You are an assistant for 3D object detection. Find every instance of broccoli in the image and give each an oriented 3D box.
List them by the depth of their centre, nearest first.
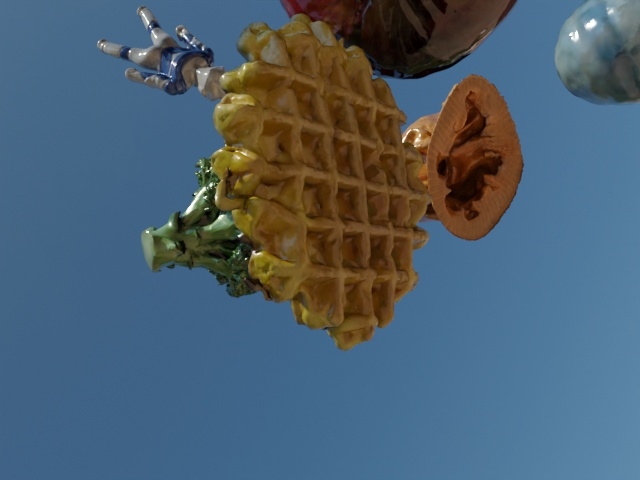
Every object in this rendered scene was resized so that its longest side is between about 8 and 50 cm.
[{"bbox_3d":[-0.182,-0.019,1.348,0.270,0.270,0.269,-14,-66,-22],"label":"broccoli"}]

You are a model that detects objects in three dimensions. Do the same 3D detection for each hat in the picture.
[{"bbox_3d":[0.168,-0.127,1.239,0.234,0.233,0.244,-24,-76,-37],"label":"hat"}]

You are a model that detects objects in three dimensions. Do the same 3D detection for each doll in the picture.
[{"bbox_3d":[-0.195,-0.235,1.014,0.114,0.227,0.057,-45,-29,-22],"label":"doll"}]

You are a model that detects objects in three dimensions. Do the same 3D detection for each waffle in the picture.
[{"bbox_3d":[0.012,-0.063,0.715,0.329,0.062,0.329,16,-111,-50],"label":"waffle"}]

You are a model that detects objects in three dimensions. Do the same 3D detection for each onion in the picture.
[{"bbox_3d":[0.108,-0.379,0.930,0.285,0.348,0.347,-47,-45,-54],"label":"onion"}]

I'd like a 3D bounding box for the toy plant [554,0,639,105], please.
[{"bbox_3d":[0.320,-0.182,0.502,0.247,0.332,0.247,48,-149,-42],"label":"toy plant"}]
